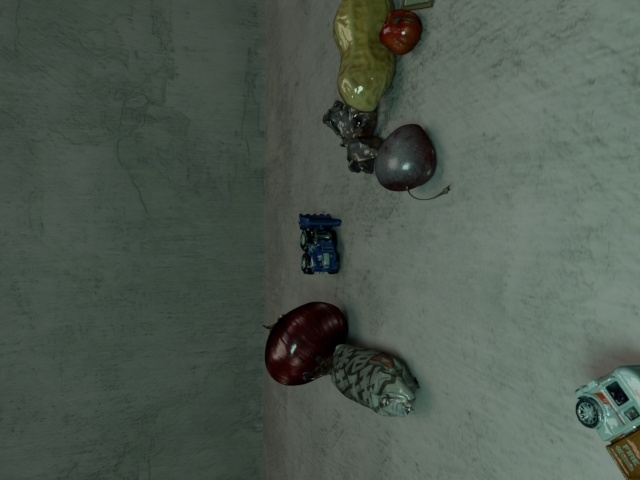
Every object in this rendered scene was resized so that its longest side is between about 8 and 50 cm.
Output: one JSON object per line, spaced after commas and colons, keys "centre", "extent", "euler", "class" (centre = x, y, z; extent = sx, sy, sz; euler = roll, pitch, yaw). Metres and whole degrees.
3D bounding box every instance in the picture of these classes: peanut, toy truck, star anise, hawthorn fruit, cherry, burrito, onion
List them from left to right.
{"centre": [-0.061, 0.280, 1.352], "extent": [0.285, 0.273, 0.273], "euler": [37, 131, 31], "class": "onion"}
{"centre": [0.000, 0.000, 1.452], "extent": [0.126, 0.113, 0.208], "euler": [131, 135, -64], "class": "toy truck"}
{"centre": [0.086, -0.279, 1.188], "extent": [0.198, 0.111, 0.257], "euler": [129, 131, -64], "class": "star anise"}
{"centre": [0.102, -0.451, 1.080], "extent": [0.149, 0.149, 0.313], "euler": [162, 107, -72], "class": "peanut"}
{"centre": [0.121, 0.324, 1.087], "extent": [0.445, 0.101, 0.139], "euler": [152, 122, -73], "class": "burrito"}
{"centre": [0.164, -0.436, 0.967], "extent": [0.093, 0.093, 0.093], "euler": [180, 90, -73], "class": "hawthorn fruit"}
{"centre": [0.185, -0.163, 0.897], "extent": [0.148, 0.115, 0.188], "euler": [-54, 16, -19], "class": "cherry"}
{"centre": [0.336, 0.195, 0.430], "extent": [0.177, 0.080, 0.115], "euler": [-109, 30, -43], "class": "toy truck"}

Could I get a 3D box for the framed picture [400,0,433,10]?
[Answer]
{"centre": [0.213, -0.582, 0.946], "extent": [0.136, 0.010, 0.201], "euler": [-125, 39, -63], "class": "framed picture"}
